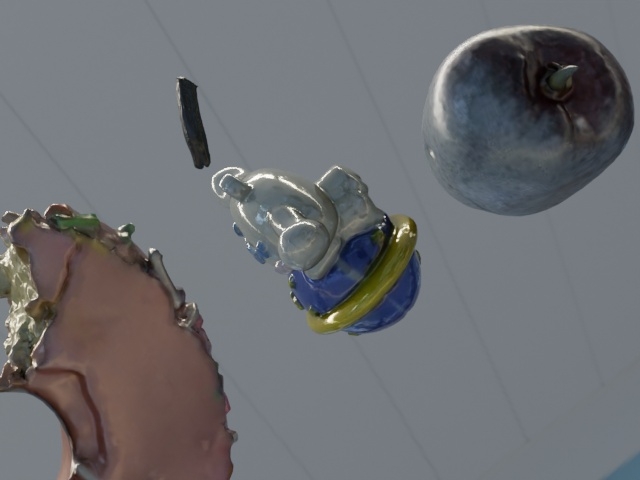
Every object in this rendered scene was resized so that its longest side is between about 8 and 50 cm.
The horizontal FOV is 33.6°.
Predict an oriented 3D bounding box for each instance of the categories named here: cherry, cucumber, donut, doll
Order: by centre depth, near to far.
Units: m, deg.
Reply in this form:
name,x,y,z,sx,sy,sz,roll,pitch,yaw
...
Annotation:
name,x,y,z,sx,sy,sz,roll,pitch,yaw
donut,-0.140,0.110,0.481,0.233,0.085,0.199,-44,-69,-31
doll,0.015,-0.002,1.092,0.160,0.311,0.242,-37,-81,-1
cherry,0.248,-0.145,1.295,0.255,0.218,0.296,-15,-24,-20
cucumber,-0.184,-0.167,1.514,0.034,0.033,0.134,-15,-81,-41
